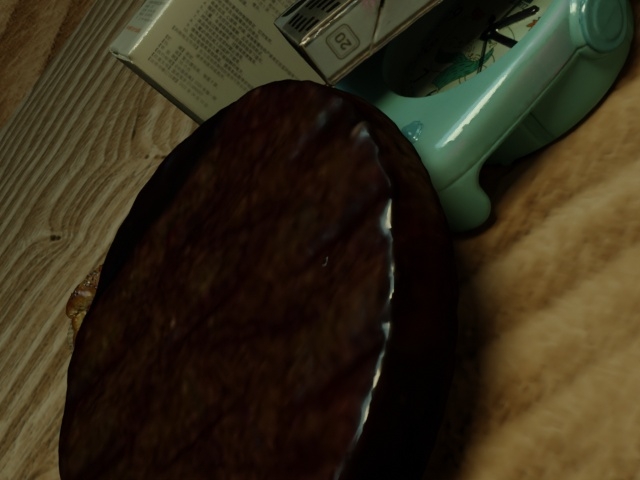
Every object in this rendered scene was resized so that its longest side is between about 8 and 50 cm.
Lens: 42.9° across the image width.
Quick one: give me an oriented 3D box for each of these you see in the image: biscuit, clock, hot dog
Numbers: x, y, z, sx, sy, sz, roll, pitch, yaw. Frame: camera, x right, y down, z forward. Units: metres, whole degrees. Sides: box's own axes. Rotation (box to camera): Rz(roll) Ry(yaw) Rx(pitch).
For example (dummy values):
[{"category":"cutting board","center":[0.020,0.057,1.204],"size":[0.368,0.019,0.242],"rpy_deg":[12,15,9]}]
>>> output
[{"category":"biscuit","center":[-0.061,0.080,0.608],"size":[0.407,0.091,0.407],"rpy_deg":[-28,51,41]},{"category":"clock","center":[0.142,-0.152,0.653],"size":[0.274,0.094,0.223],"rpy_deg":[-43,32,10]},{"category":"hot dog","center":[-0.190,0.040,0.831],"size":[0.191,0.059,0.108],"rpy_deg":[-43,36,9]}]

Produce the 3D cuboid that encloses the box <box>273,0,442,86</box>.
[{"category":"box","center":[0.109,-0.253,0.659],"size":[0.325,0.047,0.180],"rpy_deg":[-36,22,5]}]

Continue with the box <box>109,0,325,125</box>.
[{"category":"box","center":[-0.067,-0.267,0.938],"size":[0.299,0.200,0.106],"rpy_deg":[-53,29,-3]}]
